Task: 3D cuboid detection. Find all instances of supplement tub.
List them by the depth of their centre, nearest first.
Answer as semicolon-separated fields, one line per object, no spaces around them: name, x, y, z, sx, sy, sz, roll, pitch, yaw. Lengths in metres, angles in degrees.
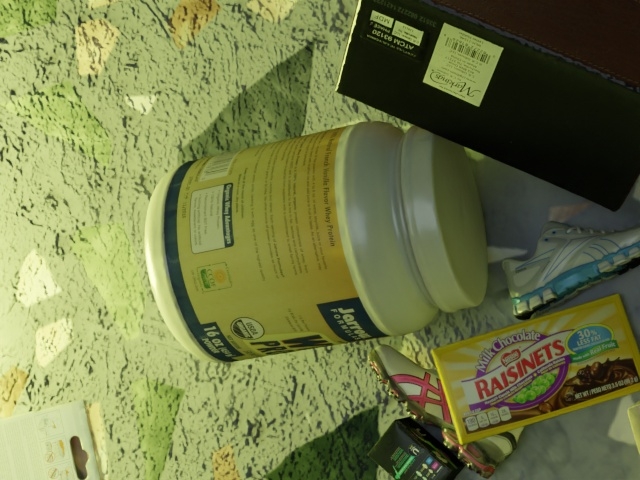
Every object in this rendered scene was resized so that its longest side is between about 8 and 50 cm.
supplement tub;0.000;0.000;1.309;0.316;0.228;0.228;-11;83;21

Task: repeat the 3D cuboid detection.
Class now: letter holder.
letter holder;0.202;-0.202;1.208;0.302;0.214;0.152;24;141;7

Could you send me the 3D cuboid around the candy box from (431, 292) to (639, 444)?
candy box;0.229;0.134;1.289;0.206;0.027;0.105;-18;77;2

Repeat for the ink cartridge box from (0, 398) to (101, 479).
ink cartridge box;-0.363;0.288;1.549;0.179;0.045;0.145;-15;81;2

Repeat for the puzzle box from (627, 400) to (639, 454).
puzzle box;0.352;0.251;1.062;0.052;0.409;0.272;-17;80;20

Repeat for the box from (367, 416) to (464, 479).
box;0.105;0.239;1.344;0.083;0.062;0.052;39;100;18

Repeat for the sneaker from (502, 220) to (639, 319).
sneaker;0.273;0.008;1.289;0.190;0.071;0.083;-27;72;18

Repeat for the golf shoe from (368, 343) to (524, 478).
golf shoe;0.135;0.169;1.340;0.186;0.067;0.086;41;86;11
